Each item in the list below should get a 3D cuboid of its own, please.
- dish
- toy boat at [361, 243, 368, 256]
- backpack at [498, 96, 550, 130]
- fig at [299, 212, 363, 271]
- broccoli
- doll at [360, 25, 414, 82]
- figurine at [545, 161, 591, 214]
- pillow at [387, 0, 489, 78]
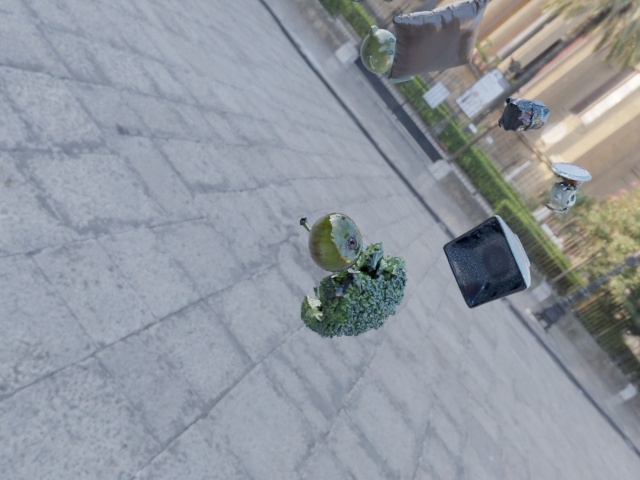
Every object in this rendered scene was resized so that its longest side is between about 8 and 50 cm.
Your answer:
[{"bbox_3d":[0.418,0.051,1.382,0.181,0.080,0.243,70,-23,11],"label":"dish"},{"bbox_3d":[0.142,0.072,2.100,0.215,0.102,0.088,29,20,-22],"label":"toy boat"},{"bbox_3d":[0.733,-0.446,2.029,0.105,0.165,0.120,-105,-164,-46],"label":"backpack"},{"bbox_3d":[0.000,0.000,1.490,0.151,0.151,0.259,41,-18,-30],"label":"fig"},{"bbox_3d":[0.107,0.160,1.769,0.277,0.317,0.338,7,-4,-17],"label":"broccoli"},{"bbox_3d":[0.274,-0.768,2.361,0.261,0.162,0.176,6,89,-54],"label":"doll"},{"bbox_3d":[0.791,-0.165,1.856,0.132,0.153,0.132,7,30,-4],"label":"figurine"},{"bbox_3d":[0.374,-0.648,1.852,0.308,0.306,0.108,81,-5,-70],"label":"pillow"}]
